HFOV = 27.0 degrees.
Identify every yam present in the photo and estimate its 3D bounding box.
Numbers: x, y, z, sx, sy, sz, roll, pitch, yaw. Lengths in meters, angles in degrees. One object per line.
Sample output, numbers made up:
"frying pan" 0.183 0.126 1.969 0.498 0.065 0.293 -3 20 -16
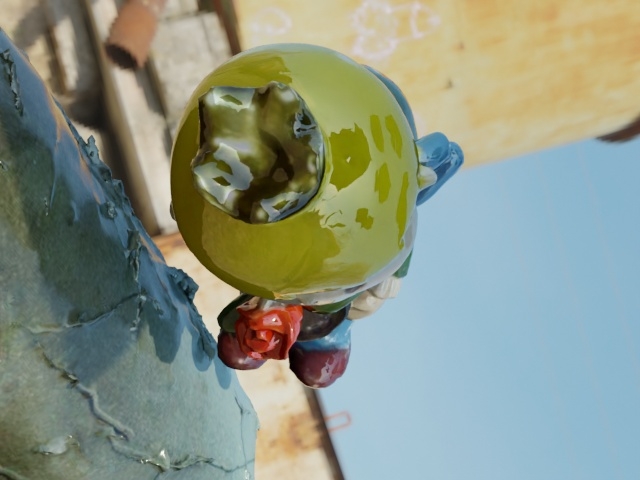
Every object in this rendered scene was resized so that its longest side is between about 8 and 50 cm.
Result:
"yam" -0.192 0.039 0.703 0.241 0.241 0.348 58 -6 45

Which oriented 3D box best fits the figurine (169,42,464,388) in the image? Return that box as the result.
"figurine" -0.015 -0.001 0.627 0.234 0.127 0.185 -76 -171 -78
